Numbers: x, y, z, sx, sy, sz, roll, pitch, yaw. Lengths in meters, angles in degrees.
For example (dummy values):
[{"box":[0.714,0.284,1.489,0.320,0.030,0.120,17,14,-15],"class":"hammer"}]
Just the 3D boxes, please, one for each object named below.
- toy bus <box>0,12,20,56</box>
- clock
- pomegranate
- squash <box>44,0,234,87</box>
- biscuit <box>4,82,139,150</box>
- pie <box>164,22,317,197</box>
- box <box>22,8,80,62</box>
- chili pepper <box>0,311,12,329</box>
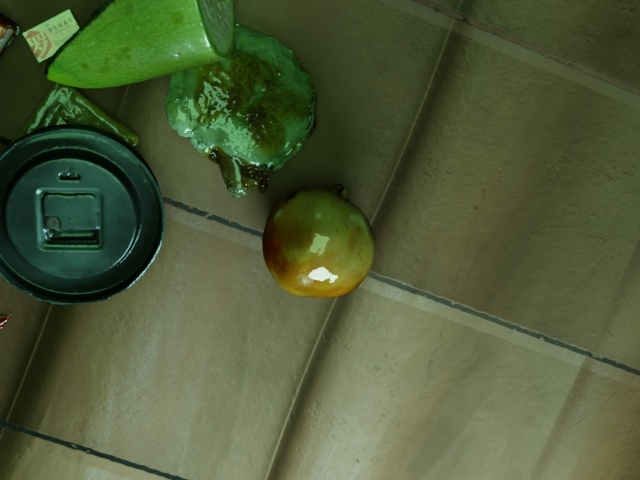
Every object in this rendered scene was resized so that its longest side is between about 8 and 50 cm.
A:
[{"box":[-0.588,-0.311,1.820,0.079,0.077,0.174,33,96,-12],"class":"toy bus"},{"box":[-0.433,-0.045,1.875,0.325,0.067,0.325,-2,111,-6],"class":"clock"},{"box":[-0.002,0.006,1.890,0.209,0.209,0.209,-1,102,-6],"class":"pomegranate"},{"box":[-0.314,-0.365,1.762,0.308,0.234,0.210,-6,107,12],"class":"squash"},{"box":[-0.434,-0.170,1.888,0.183,0.039,0.174,34,95,-11],"class":"biscuit"},{"box":[-0.133,-0.241,1.888,0.257,0.105,0.274,-45,106,-12],"class":"pie"},{"box":[-0.461,-0.354,1.858,0.093,0.015,0.058,-28,102,-1],"class":"box"},{"box":[-0.680,0.178,1.928,0.267,0.059,0.050,-17,141,-6],"class":"chili pepper"}]
